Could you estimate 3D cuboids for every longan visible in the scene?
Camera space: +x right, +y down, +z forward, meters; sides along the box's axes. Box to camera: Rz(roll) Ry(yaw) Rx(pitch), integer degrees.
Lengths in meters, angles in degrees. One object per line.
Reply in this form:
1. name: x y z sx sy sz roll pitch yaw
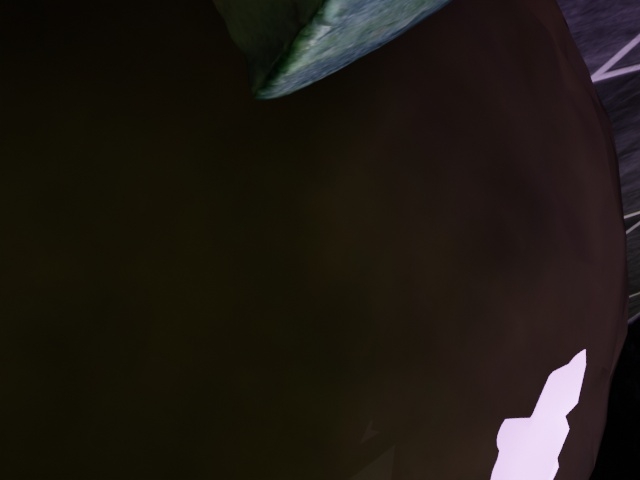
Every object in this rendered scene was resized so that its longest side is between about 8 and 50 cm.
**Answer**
1. longan: -0.098 0.025 0.673 0.436 0.404 0.404 -16 164 -28

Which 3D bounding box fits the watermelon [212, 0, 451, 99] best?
1. watermelon: 0.003 -0.198 0.387 0.148 0.318 0.226 -23 -152 -30
